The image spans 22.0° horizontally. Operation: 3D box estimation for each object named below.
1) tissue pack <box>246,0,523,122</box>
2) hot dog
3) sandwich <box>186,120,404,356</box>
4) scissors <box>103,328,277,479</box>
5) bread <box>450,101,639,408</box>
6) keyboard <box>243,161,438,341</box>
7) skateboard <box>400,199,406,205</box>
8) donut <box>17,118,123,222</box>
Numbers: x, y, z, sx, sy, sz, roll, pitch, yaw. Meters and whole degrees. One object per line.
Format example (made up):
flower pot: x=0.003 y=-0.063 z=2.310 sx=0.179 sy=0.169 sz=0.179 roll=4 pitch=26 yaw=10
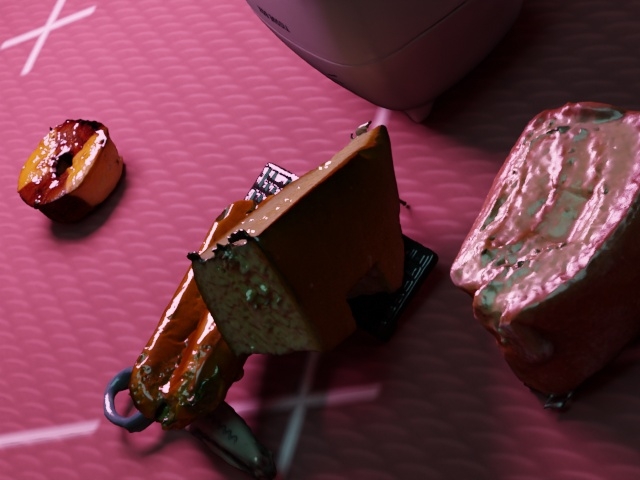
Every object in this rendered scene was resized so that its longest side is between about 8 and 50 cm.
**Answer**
tissue pack: x=0.050 y=-0.274 z=1.653 sx=0.229 sy=0.236 sz=0.333 roll=-38 pitch=35 yaw=-6
hot dog: x=-0.094 y=0.063 z=1.523 sx=0.115 sy=0.072 sz=0.269 roll=1 pitch=48 yaw=33
sandwich: x=0.000 y=0.000 z=1.461 sx=0.122 sy=0.128 sz=0.235 roll=-14 pitch=19 yaw=43
scissors: x=-0.113 y=0.154 z=1.528 sx=0.138 sy=0.041 sz=0.289 roll=-46 pitch=34 yaw=-8
bread: x=0.203 y=0.003 z=1.299 sx=0.190 sy=0.123 sz=0.244 roll=0 pitch=56 yaw=44
keyboard: x=0.000 y=0.007 z=1.574 sx=0.101 sy=0.018 sz=0.309 roll=-58 pitch=36 yaw=0
skateboard: x=0.043 y=-0.041 z=1.587 sx=0.064 sy=0.032 sz=0.083 roll=-55 pitch=33 yaw=2
donut: x=-0.289 y=-0.081 z=1.933 sx=0.140 sy=0.059 sz=0.140 roll=-26 pitch=39 yaw=23
